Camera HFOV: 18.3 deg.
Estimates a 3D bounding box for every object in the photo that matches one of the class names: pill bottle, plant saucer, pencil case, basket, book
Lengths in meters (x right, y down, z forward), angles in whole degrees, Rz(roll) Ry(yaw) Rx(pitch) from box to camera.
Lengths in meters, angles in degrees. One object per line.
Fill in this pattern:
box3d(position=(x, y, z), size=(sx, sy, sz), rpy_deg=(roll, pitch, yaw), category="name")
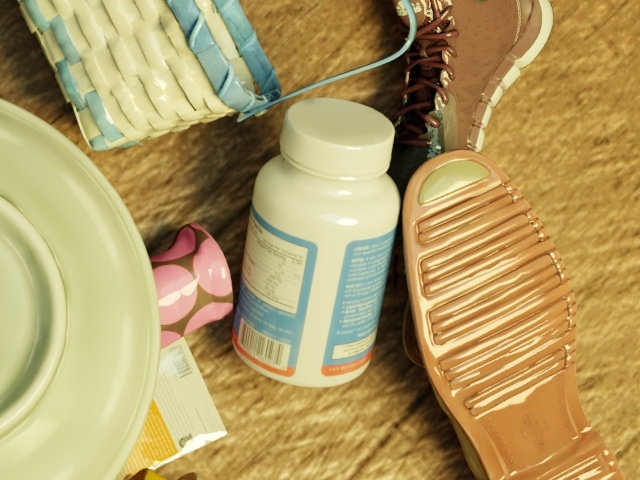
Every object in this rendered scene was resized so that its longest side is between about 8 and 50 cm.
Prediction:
box3d(position=(0.000, 0.000, 1.647), size=(0.124, 0.124, 0.221), rpy_deg=(2, 119, -16), category="pill bottle")
box3d(position=(-0.306, 0.061, 1.502), size=(0.400, 0.100, 0.400), rpy_deg=(4, 79, -19), category="plant saucer")
box3d(position=(-0.176, 0.064, 1.660), size=(0.209, 0.098, 0.095), rpy_deg=(-26, 138, -16), category="pencil case")
box3d(position=(-0.095, -0.219, 1.625), size=(0.289, 0.201, 0.255), rpy_deg=(-23, 94, 14), category="basket")
box3d(position=(-0.164, 0.152, 1.687), size=(0.144, 0.035, 0.096), rpy_deg=(-24, 90, -16), category="book")

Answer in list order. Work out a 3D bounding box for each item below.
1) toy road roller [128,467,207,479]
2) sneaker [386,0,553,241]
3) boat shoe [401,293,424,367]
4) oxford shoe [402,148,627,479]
box3d(position=(-0.147, 0.376, 1.616), size=(0.202, 0.240, 0.329), rpy_deg=(36, 41, -15), category="toy road roller")
box3d(position=(0.083, -0.149, 1.712), size=(0.162, 0.106, 0.281), rpy_deg=(47, 63, -39), category="sneaker")
box3d(position=(0.127, 0.031, 1.762), size=(0.064, 0.060, 0.178), rpy_deg=(30, 79, -12), category="boat shoe")
box3d(position=(0.146, 0.108, 1.696), size=(0.140, 0.146, 0.397), rpy_deg=(-20, 104, -11), category="oxford shoe")
